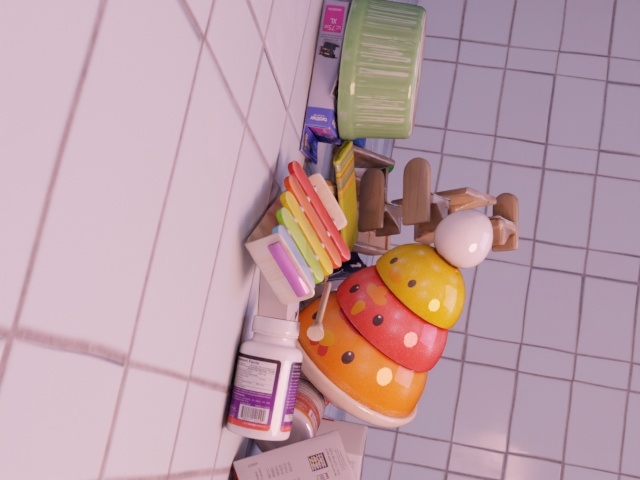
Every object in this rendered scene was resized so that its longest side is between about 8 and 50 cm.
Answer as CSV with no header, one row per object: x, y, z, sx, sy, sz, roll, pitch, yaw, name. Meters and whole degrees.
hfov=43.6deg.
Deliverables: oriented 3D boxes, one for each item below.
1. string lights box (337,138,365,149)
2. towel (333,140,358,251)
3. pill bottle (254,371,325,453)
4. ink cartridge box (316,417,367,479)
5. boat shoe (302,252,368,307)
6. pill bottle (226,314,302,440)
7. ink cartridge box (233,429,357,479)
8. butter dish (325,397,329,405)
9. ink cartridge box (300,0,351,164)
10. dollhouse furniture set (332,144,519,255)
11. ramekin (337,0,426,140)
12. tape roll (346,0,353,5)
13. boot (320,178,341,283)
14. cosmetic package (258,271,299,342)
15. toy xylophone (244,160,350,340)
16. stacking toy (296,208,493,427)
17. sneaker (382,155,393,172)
0.077,-0.310,1.988,0.259,0.076,0.133,34,66,-81,string lights box
0.052,-0.084,1.689,0.102,0.021,0.237,-57,148,-53,towel
-0.056,0.352,1.641,0.216,0.121,0.121,-53,151,-73,pill bottle
0.010,0.603,2.095,0.114,0.197,0.273,-68,165,-57,ink cartridge box
0.025,0.085,2.007,0.158,0.127,0.340,59,20,16,boat shoe
-0.088,0.225,1.327,0.108,0.108,0.193,42,58,-80,pill bottle
-0.074,0.519,1.507,0.309,0.271,0.130,90,-19,-48,ink cartridge box
0.004,0.375,2.088,0.160,0.118,0.160,2,98,-81,butter dish
0.021,-0.320,1.667,0.186,0.065,0.311,25,76,-81,ink cartridge box
0.223,-0.115,1.929,0.362,0.394,0.256,13,75,-43,dollhouse furniture set
0.133,-0.352,1.663,0.303,0.148,0.303,8,90,-82,ramekin
0.092,-0.567,1.833,0.219,0.072,0.219,9,90,-81,tape roll
0.000,0.000,1.729,0.262,0.095,0.203,67,33,-72,boot
-0.075,0.123,1.475,0.099,0.060,0.239,-66,163,-64,cosmetic package
-0.023,0.017,1.349,0.236,0.081,0.323,57,22,-22,toy xylophone
0.182,0.120,1.690,0.480,0.350,0.350,-53,179,16,stacking toy
0.120,-0.184,2.331,0.343,0.134,0.146,-24,130,-70,sneaker
